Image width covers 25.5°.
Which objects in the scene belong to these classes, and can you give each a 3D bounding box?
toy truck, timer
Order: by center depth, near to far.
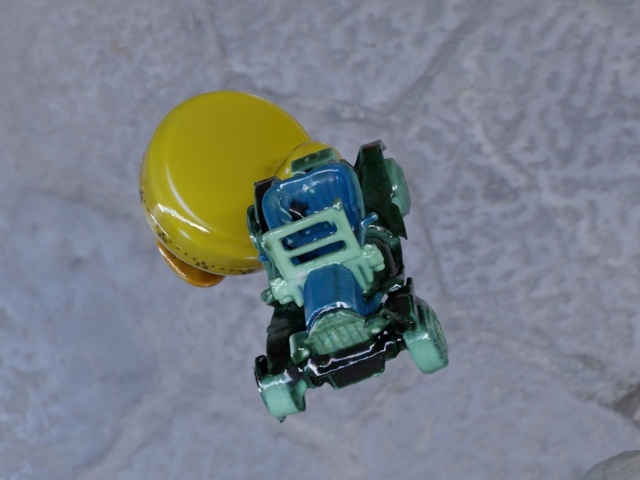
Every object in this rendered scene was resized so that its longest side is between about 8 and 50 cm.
[{"bbox_3d":[0.000,0.001,0.619,0.080,0.154,0.078,-20,125,9],"label":"toy truck"},{"bbox_3d":[-0.045,-0.035,0.791,0.107,0.107,0.109,58,150,11],"label":"timer"}]

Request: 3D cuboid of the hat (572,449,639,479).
[{"bbox_3d":[0.208,0.135,0.631,0.219,0.164,0.226,20,140,-10],"label":"hat"}]
